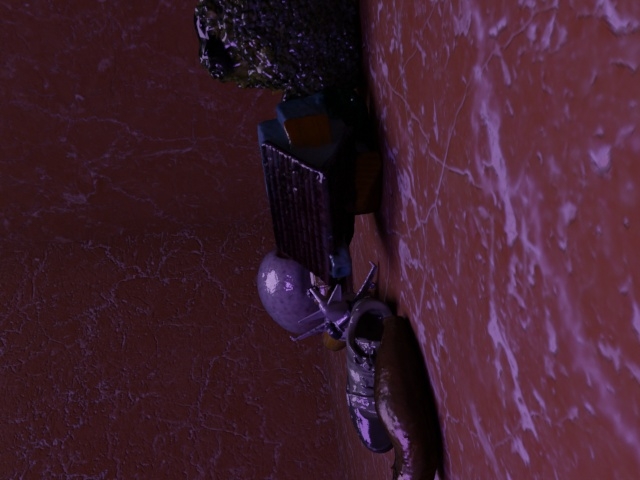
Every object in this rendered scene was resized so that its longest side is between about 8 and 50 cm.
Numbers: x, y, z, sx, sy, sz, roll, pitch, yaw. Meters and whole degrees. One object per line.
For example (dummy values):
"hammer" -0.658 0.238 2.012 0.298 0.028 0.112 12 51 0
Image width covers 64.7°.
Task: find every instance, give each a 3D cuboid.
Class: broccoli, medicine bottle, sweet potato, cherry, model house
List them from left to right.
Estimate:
"broccoli" -0.086 -0.400 0.983 0.338 0.317 0.277 20 -82 -58
"cherry" -0.067 0.151 1.711 0.326 0.291 0.335 34 -122 -75
"model house" 0.021 -0.090 0.926 0.249 0.229 0.281 -116 14 -46
"medicine bottle" 0.057 0.270 1.511 0.426 0.108 0.108 96 166 -72
"sweet potato" 0.125 0.247 0.799 0.112 0.085 0.286 83 178 -56

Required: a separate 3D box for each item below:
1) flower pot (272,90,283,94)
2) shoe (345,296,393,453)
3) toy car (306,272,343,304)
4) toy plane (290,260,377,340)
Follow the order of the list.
"flower pot" -0.055 -0.496 1.339 0.195 0.179 0.195 172 90 -86
"shoe" 0.095 0.242 0.931 0.149 0.109 0.293 70 -164 -74
"toy car" 0.021 0.060 1.510 0.101 0.124 0.257 0 -98 -71
"toy plane" 0.058 0.154 1.122 0.101 0.251 0.255 53 -164 26
